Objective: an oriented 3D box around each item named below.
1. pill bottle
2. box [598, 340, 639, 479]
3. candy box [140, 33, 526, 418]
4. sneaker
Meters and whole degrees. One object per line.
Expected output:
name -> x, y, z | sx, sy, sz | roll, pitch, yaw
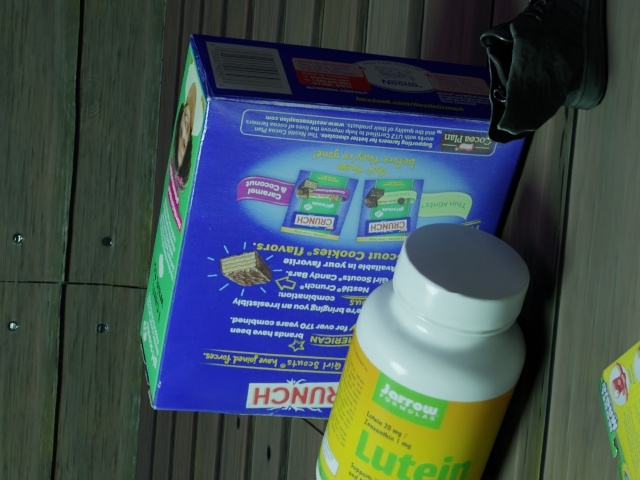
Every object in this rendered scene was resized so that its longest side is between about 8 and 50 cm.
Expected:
pill bottle -> 0.086, 0.114, 1.118 | 0.136, 0.136, 0.245 | -111, 29, -52
box -> 0.227, 0.101, 0.835 | 0.179, 0.043, 0.105 | 126, 143, -56
candy box -> 0.000, 0.000, 1.190 | 0.122, 0.268, 0.317 | -108, 26, -55
sneaker -> 0.159, -0.153, 1.007 | 0.051, 0.089, 0.170 | 144, 126, -68
